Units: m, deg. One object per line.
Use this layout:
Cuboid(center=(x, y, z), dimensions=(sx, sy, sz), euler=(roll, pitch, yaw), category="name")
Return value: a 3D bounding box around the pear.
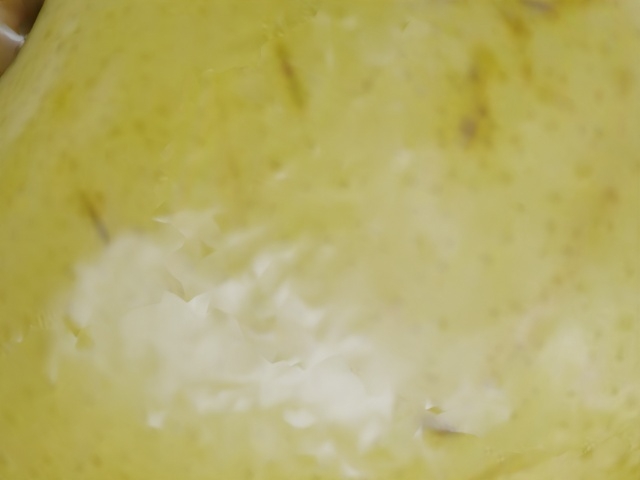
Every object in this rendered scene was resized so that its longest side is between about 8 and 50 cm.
Cuboid(center=(0.000, 0.000, 0.560), dimensions=(0.348, 0.348, 0.348), euler=(8, 37, -6), category="pear")
